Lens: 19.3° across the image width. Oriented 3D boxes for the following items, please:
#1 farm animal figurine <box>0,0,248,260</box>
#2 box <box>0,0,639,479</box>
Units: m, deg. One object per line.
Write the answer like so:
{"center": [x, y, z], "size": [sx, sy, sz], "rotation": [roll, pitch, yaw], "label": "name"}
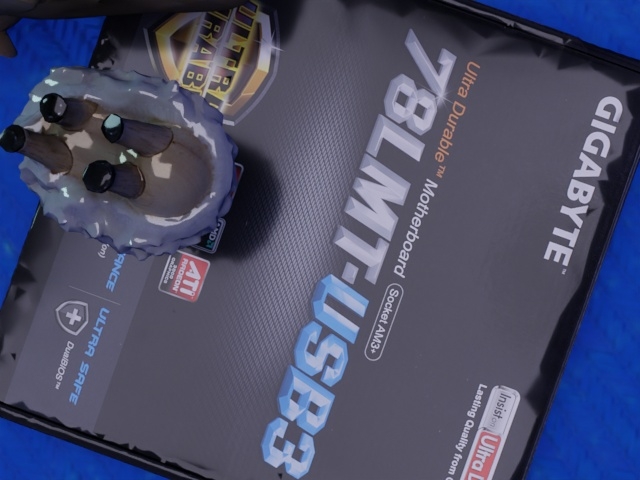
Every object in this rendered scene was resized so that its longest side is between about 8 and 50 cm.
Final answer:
{"center": [-0.156, -0.175, 0.940], "size": [0.327, 0.172, 0.330], "rotation": [13, 87, 19], "label": "farm animal figurine"}
{"center": [0.000, 0.000, 1.014], "size": [0.293, 0.073, 0.295], "rotation": [21, 89, 5], "label": "box"}
